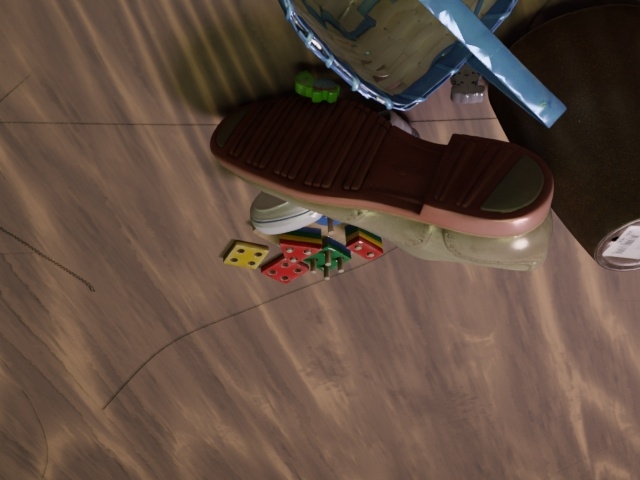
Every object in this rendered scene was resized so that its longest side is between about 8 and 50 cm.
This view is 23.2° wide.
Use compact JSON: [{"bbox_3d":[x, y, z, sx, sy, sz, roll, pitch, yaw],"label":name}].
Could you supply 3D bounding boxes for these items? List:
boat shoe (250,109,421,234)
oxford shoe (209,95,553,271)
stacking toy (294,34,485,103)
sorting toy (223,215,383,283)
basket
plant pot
[{"bbox_3d":[0.005,-0.088,1.801,0.226,0.083,0.076,-29,131,14],"label":"boat shoe"},{"bbox_3d":[0.061,-0.047,1.685,0.397,0.140,0.146,18,147,25],"label":"oxford shoe"},{"bbox_3d":[0.078,-0.215,1.629,0.221,0.052,0.167,-1,146,-1],"label":"stacking toy"},{"bbox_3d":[0.000,0.000,1.952,0.274,0.046,0.132,-28,140,33],"label":"sorting toy"},{"bbox_3d":[0.075,-0.227,1.382,0.201,0.289,0.255,-45,137,7],"label":"basket"},{"bbox_3d":[0.308,-0.091,1.648,0.215,0.230,0.215,-9,148,-5],"label":"plant pot"}]
